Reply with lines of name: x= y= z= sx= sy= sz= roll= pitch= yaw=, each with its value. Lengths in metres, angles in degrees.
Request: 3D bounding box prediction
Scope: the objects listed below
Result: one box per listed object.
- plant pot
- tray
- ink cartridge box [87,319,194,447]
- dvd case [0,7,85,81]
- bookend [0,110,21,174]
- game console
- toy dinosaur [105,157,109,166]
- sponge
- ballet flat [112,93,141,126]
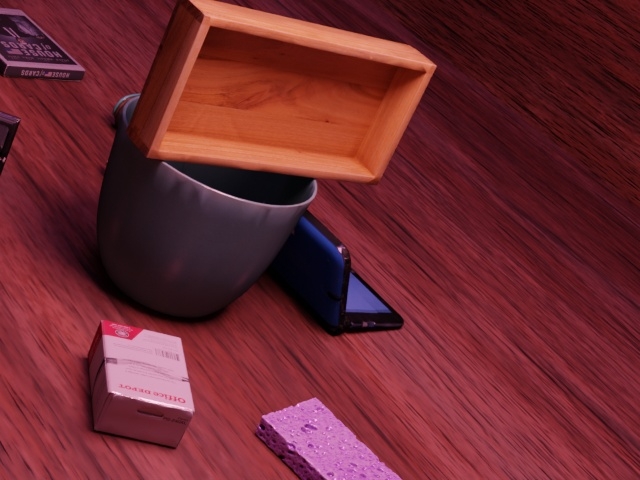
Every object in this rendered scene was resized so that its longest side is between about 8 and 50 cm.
plant pot: x=-0.185 y=-0.034 z=1.696 sx=0.293 sy=0.235 sz=0.293 roll=23 pitch=23 yaw=-11
tray: x=-0.045 y=-0.196 z=1.624 sx=0.411 sy=0.203 sz=0.076 roll=5 pitch=31 yaw=-41
ink cartridge box: x=-0.221 y=0.173 z=1.450 sx=0.109 sy=0.063 sz=0.150 roll=17 pitch=26 yaw=-23
dvd case: x=-0.578 y=-0.373 z=2.236 sx=0.238 sy=0.030 sz=0.179 roll=41 pitch=28 yaw=30
bookend: x=-0.468 y=-0.080 z=1.594 sx=0.072 sy=0.157 sz=0.156 roll=19 pitch=24 yaw=-16
game console: x=0.000 y=0.000 z=1.915 sx=0.173 sy=0.250 sz=0.293 roll=-26 pitch=52 yaw=-29
toy dinosaur: x=-0.267 y=-0.068 z=1.924 sx=0.112 sy=0.064 sz=0.211 roll=-28 pitch=55 yaw=-28
sponge: x=0.025 y=0.287 z=1.513 sx=0.210 sy=0.031 sz=0.117 roll=40 pitch=27 yaw=27
ballet flat: x=-0.272 y=-0.239 z=2.219 sx=0.096 sy=0.095 sz=0.280 roll=43 pitch=37 yaw=11
